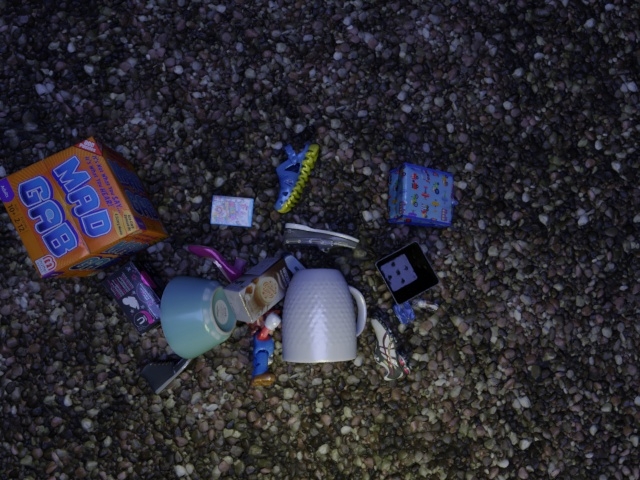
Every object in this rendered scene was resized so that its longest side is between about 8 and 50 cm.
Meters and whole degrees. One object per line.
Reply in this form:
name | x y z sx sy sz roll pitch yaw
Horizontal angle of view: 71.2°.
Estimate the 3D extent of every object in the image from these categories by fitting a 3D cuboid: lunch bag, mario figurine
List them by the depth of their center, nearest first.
mario figurine | -0.192 0.386 1.718 0.198 0.170 0.320 -21 60 34
lunch bag | 0.336 0.292 1.809 0.067 0.065 0.098 -27 87 -4
lunch bag | 0.434 -0.175 1.816 0.294 0.138 0.220 6 82 -19

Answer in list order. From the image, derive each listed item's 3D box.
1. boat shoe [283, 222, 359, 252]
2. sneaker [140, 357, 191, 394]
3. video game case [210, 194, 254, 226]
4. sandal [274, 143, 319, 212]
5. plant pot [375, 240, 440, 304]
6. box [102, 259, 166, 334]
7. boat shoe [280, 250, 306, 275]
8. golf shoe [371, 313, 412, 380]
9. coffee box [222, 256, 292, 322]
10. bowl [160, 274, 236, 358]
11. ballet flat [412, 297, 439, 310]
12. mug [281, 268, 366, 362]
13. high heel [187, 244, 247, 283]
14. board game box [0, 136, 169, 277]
boat shoe | 0.000 0.000 1.796 0.306 0.109 0.091 11 86 4
sneaker | -0.596 0.484 1.746 0.222 0.083 0.118 -44 89 -3
video game case | -0.361 -0.120 1.832 0.167 0.015 0.119 5 86 -2
sandal | -0.120 -0.262 1.807 0.138 0.126 0.317 22 77 3
plant pot | 0.325 0.127 1.770 0.188 0.167 0.188 -29 89 -5
box | -0.681 0.214 1.721 0.142 0.163 0.247 -36 88 -1
boat shoe | -0.092 0.118 1.808 0.065 0.083 0.183 -36 115 -4
golf shoe | 0.256 0.428 1.781 0.120 0.105 0.272 -28 87 3
coffee box | -0.227 0.181 1.694 0.247 0.098 0.141 -39 119 -40
bowl | -0.420 0.265 1.638 0.163 0.311 0.311 -13 87 16
ballet flat | 0.434 0.262 1.829 0.115 0.041 0.041 15 86 -1
mug | 0.031 0.280 1.706 0.375 0.276 0.327 6 78 -38
high heel | -0.422 0.099 1.783 0.244 0.082 0.117 21 75 -14
board game box | -0.841 -0.100 1.638 0.357 0.356 0.356 -27 88 -4
